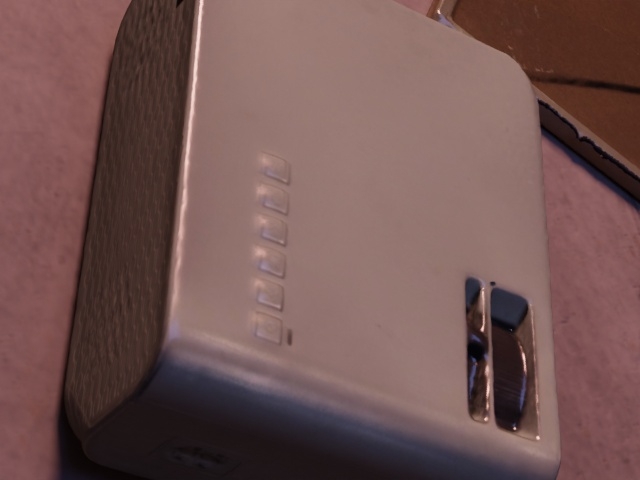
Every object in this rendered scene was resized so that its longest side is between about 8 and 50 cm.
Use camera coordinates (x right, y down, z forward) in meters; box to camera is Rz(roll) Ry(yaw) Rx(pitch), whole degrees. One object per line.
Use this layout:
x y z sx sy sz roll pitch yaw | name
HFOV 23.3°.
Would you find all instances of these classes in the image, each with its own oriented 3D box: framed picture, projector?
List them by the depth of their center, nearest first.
0.000 0.000 0.718 0.198 0.108 0.250 20 52 -26 | projector
0.207 -0.117 1.002 0.289 0.016 0.213 36 49 -14 | framed picture
